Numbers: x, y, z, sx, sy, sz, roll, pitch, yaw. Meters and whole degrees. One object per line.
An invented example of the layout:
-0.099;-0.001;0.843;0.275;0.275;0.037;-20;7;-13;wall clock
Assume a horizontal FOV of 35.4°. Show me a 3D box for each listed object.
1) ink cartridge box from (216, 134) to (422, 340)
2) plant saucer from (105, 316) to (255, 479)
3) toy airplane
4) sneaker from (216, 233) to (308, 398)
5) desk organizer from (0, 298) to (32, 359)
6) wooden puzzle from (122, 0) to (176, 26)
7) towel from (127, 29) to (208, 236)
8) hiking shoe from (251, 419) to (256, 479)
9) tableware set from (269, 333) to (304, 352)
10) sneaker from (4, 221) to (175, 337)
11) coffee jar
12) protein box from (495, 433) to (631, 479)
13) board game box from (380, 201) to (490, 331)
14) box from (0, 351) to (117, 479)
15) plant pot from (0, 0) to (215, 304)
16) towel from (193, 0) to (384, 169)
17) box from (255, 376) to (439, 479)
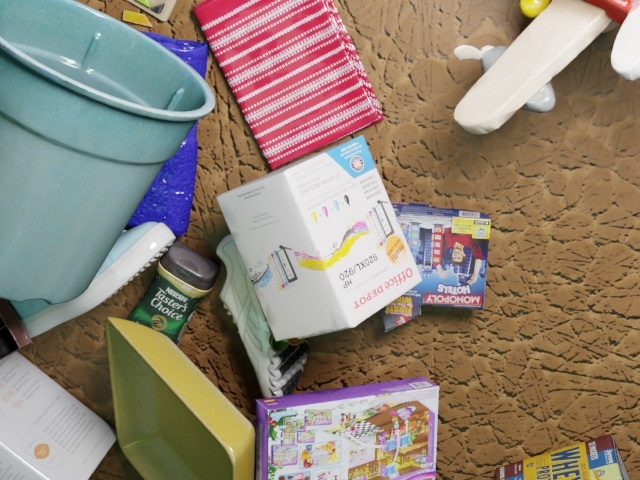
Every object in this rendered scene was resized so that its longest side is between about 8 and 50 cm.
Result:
0.000;0.000;1.434;0.168;0.171;0.233;-16;99;48;ink cartridge box
-0.203;0.308;1.546;0.332;0.081;0.333;40;142;34;plant saucer
0.354;-0.331;1.260;0.386;0.272;0.385;-4;75;25;toy airplane
-0.093;0.119;1.580;0.118;0.110;0.292;2;108;26;sneaker
-0.512;0.121;1.566;0.047;0.050;0.130;-24;97;49;desk organizer
-0.248;-0.369;1.483;0.078;0.014;0.116;23;110;1;wooden puzzle
-0.298;-0.166;1.525;0.227;0.076;0.308;10;109;7;towel
-0.117;0.401;1.674;0.114;0.086;0.227;0;109;6;hiking shoe
-0.024;0.110;1.537;0.024;0.154;0.104;11;111;41;tableware set
-0.394;0.035;1.557;0.365;0.135;0.150;-28;103;26;sneaker
-0.238;0.094;1.598;0.096;0.079;0.184;31;110;-1;coffee jar
0.404;0.448;1.575;0.199;0.136;0.201;-21;103;16;protein box
0.155;0.044;1.526;0.194;0.060;0.194;5;110;8;board game box
-0.542;0.315;1.649;0.345;0.215;0.168;40;110;-4;box
-0.365;-0.117;1.348;0.341;0.341;0.334;29;111;-1;plant pot
-0.048;-0.262;1.476;0.198;0.031;0.275;-22;103;16;towel
0.042;0.329;1.549;0.293;0.057;0.201;-3;101;-24;box
